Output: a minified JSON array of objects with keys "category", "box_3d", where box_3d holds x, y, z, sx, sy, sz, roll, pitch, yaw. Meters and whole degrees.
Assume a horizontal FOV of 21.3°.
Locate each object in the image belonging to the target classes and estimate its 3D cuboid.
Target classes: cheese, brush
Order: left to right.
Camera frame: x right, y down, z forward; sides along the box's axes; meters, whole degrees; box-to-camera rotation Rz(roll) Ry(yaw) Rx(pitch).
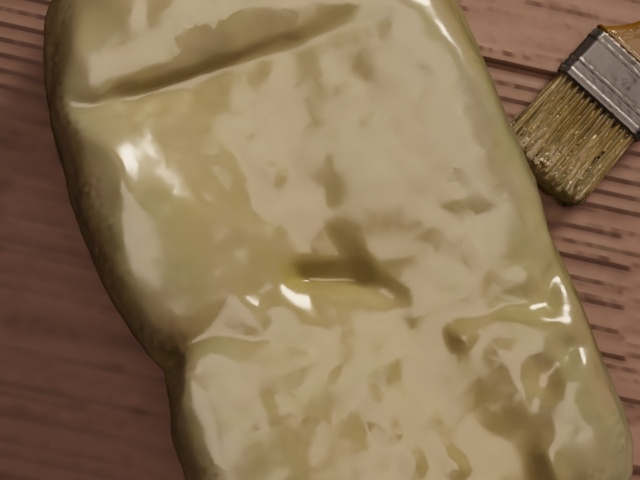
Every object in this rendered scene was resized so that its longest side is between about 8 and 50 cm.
[{"category":"cheese","box_3d":[0.000,0.000,0.621,0.159,0.093,0.263,-21,91,-5]},{"category":"brush","box_3d":[0.139,-0.086,0.665,0.043,0.014,0.170,42,87,-1]}]
